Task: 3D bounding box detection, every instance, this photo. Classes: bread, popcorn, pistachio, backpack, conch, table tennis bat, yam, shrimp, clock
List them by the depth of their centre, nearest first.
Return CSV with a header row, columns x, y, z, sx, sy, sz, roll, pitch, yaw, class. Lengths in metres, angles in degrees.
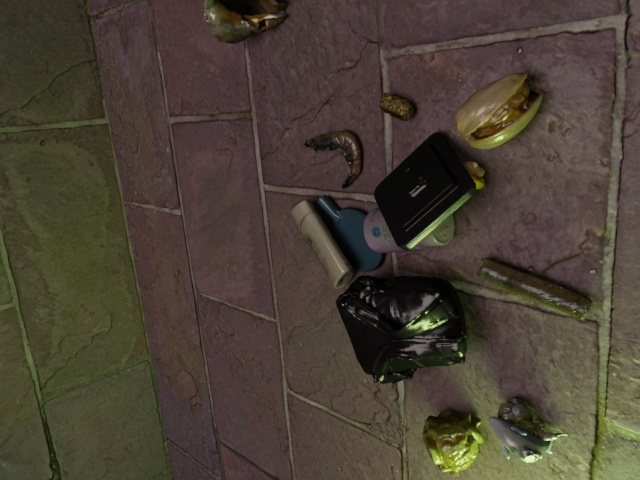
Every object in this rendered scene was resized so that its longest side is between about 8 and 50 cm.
x,y,z,sx,sy,sz,roll,pitch,yaw,class
0.449,-0.327,1.380,0.229,0.157,0.157,-36,77,41,pistachio
0.567,0.125,1.463,0.317,0.067,0.071,26,108,37,yam
0.281,-0.146,1.537,0.279,0.049,0.273,-44,40,23,clock
0.234,-0.399,1.632,0.110,0.060,0.066,32,138,31,bread
0.263,0.263,1.704,0.446,0.255,0.363,-20,96,45,backpack
0.420,0.633,1.727,0.167,0.187,0.185,39,130,-17,popcorn
0.038,-0.278,1.887,0.262,0.051,0.198,6,108,42,shrimp
0.104,-0.033,1.911,0.329,0.044,0.215,50,138,19,table tennis bat
-0.283,-0.834,1.912,0.324,0.263,0.186,-9,73,13,conch

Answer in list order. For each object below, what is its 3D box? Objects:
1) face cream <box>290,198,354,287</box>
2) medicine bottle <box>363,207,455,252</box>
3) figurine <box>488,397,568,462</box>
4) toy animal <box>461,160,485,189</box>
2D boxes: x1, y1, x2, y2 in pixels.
x,y,z,sx,sy,sz,roll,pitch,yaw,class
0.000,0.000,1.971,0.348,0.081,0.173,58,163,18,face cream
0.267,-0.040,1.655,0.254,0.152,0.152,-6,99,49,medicine bottle
0.583,0.545,1.551,0.208,0.184,0.128,17,126,0,figurine
0.413,-0.183,1.516,0.114,0.091,0.082,168,106,-67,toy animal
